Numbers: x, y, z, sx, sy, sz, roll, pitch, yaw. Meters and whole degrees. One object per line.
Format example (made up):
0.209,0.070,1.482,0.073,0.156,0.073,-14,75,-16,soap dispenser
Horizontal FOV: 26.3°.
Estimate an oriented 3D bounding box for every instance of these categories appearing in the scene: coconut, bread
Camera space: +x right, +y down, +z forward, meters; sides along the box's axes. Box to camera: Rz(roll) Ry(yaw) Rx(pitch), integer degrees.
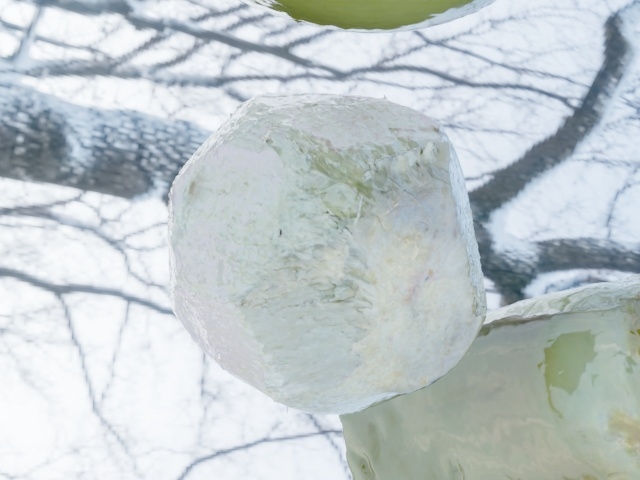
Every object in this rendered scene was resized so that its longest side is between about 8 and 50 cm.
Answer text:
0.001,0.003,0.785,0.194,0.194,0.194,-6,-101,37,coconut
0.231,0.135,1.052,0.341,0.301,0.210,-23,-101,40,bread

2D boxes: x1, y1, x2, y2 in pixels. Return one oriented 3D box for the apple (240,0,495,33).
0.001,-0.218,0.624,0.258,0.295,0.233,14,-74,-1,apple
